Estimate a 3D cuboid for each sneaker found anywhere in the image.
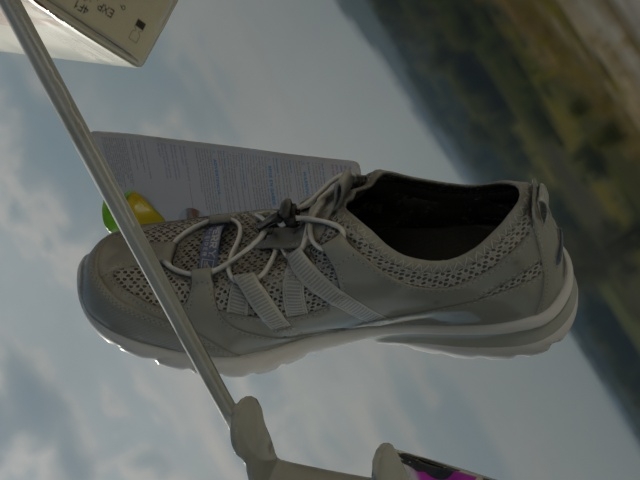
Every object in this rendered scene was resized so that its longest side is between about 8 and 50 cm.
[{"bbox_3d":[0.000,0.000,0.957,0.115,0.281,0.105,80,-172,-46],"label":"sneaker"}]

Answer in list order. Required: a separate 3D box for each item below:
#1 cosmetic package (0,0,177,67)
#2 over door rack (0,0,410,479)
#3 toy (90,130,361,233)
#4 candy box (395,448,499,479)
[{"bbox_3d":[-0.226,-0.232,1.317,0.129,0.153,0.296,32,167,-36],"label":"cosmetic package"},{"bbox_3d":[-0.123,0.059,0.472,0.324,0.108,0.239,56,-136,-31],"label":"over door rack"},{"bbox_3d":[-0.054,-0.017,1.272,0.056,0.237,0.137,-43,-48,-48],"label":"toy"},{"bbox_3d":[0.108,0.218,0.956,0.071,0.159,0.233,10,172,44],"label":"candy box"}]
